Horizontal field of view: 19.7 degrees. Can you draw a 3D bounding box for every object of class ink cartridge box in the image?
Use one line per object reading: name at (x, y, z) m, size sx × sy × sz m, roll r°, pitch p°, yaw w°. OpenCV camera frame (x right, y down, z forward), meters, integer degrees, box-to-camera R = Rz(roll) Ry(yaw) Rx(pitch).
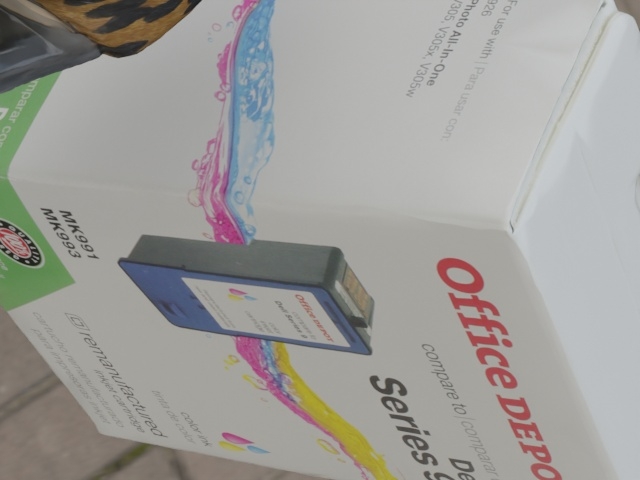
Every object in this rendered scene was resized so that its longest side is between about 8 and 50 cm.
ink cartridge box at (0.000, 0.000, 0.574) m, size 0.093 × 0.212 × 0.154 m, roll -65°, pitch 146°, yaw -31°

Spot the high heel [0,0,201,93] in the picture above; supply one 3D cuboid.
high heel at (-0.048, -0.104, 0.363) m, size 0.186 × 0.261 × 0.093 m, roll -38°, pitch 85°, yaw -32°
